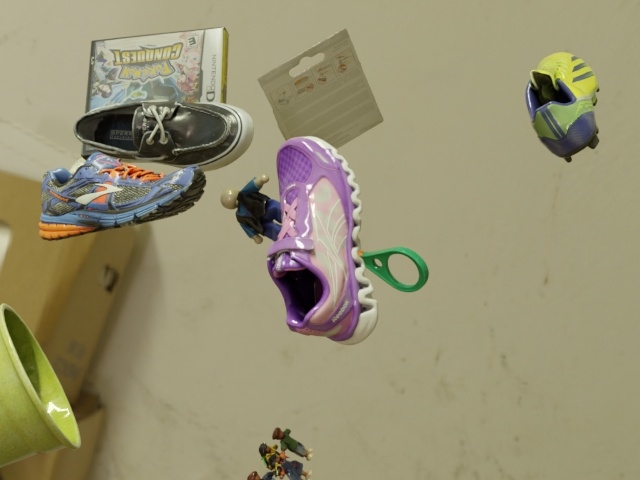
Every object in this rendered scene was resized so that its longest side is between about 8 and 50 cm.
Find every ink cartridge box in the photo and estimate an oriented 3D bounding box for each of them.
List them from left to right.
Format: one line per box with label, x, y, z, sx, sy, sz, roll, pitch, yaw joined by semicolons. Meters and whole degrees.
ink cartridge box;-0.002;-0.269;1.731;0.232;0.189;0.066;62;-3;-40

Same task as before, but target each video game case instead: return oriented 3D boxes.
video game case;-0.311;-0.278;1.766;0.274;0.248;0.035;-3;-19;10

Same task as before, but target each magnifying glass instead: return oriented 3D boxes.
magnifying glass;0.105;0.040;1.816;0.231;0.092;0.026;14;36;29

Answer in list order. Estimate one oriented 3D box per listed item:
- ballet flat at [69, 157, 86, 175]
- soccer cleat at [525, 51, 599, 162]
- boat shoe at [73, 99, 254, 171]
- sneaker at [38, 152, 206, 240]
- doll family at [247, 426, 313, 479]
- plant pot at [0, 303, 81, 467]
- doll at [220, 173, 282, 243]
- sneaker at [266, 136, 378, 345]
ballet flat;-0.522;-0.126;2.013;0.057;0.168;0.052;-16;-36;15
soccer cleat;0.360;-0.232;1.413;0.121;0.093;0.289;46;30;-22
boat shoe;-0.251;-0.172;1.451;0.301;0.108;0.102;6;-4;27
sneaker;-0.226;-0.056;1.019;0.221;0.087;0.083;-10;5;23
doll family;-0.080;0.442;1.819;0.111;0.076;0.193;37;15;-13
plant pot;-0.581;0.285;1.558;0.253;0.276;0.276;-27;6;-10
doll;-0.096;-0.047;1.538;0.046;0.129;0.189;-20;34;-40
sneaker;-0.013;0.000;1.003;0.104;0.236;0.095;-3;-13;-44
